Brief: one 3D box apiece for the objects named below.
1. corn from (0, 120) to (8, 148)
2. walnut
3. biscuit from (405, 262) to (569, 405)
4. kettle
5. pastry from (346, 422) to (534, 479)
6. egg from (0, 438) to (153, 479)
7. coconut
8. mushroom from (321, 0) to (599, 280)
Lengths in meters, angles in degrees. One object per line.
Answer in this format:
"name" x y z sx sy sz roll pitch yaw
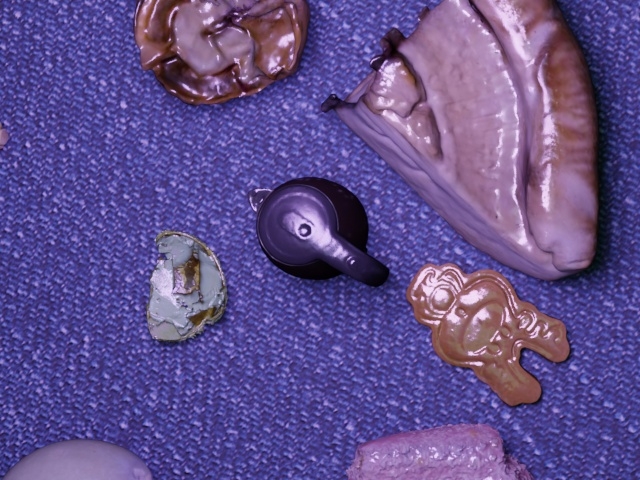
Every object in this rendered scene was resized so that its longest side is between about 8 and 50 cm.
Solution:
"corn" -0.599 -0.150 1.682 0.288 0.086 0.086 0 89 9
"walnut" -0.135 -0.286 1.598 0.238 0.141 0.204 25 105 6
"biscuit" 0.227 0.119 1.599 0.236 0.040 0.144 35 88 4
"kettle" 0.000 0.000 1.527 0.202 0.232 0.144 40 95 6
"pastry" 0.169 0.305 1.567 0.265 0.103 0.112 5 107 1
"egg" -0.346 0.363 1.593 0.217 0.183 0.183 8 90 8
"coconut" -0.191 0.071 1.640 0.133 0.055 0.158 21 93 6
"mushroom" 0.254 -0.153 1.530 0.313 0.224 0.397 -44 92 -9
